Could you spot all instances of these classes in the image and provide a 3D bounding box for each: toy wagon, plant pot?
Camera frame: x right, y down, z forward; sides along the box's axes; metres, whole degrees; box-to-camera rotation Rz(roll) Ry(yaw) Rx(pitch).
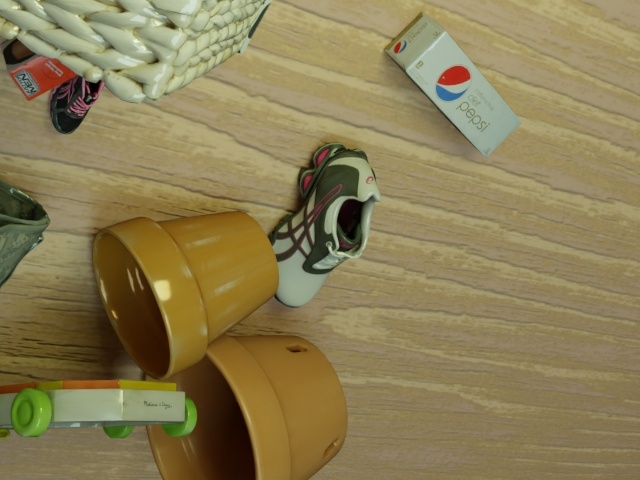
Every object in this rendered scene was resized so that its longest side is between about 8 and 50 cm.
[{"bbox_3d":[-0.346,0.228,1.224,0.344,0.068,0.267,-9,165,34],"label":"toy wagon"},{"bbox_3d":[-0.099,0.260,1.347,0.203,0.291,0.291,-12,132,-40],"label":"plant pot"},{"bbox_3d":[-0.165,0.050,1.200,0.187,0.205,0.205,-24,135,-31],"label":"plant pot"}]

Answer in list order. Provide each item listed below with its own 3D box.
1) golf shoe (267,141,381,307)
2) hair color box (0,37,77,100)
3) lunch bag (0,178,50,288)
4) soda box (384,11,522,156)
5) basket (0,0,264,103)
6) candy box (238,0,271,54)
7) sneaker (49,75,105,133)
[{"bbox_3d":[0.000,0.000,1.283,0.105,0.120,0.273,1,126,-30],"label":"golf shoe"},{"bbox_3d":[-0.272,-0.216,1.005,0.141,0.072,0.043,-30,134,-3],"label":"hair color box"},{"bbox_3d":[-0.470,0.013,1.024,0.235,0.169,0.287,-48,138,10],"label":"lunch bag"},{"bbox_3d":[0.182,-0.207,1.245,0.074,0.069,0.216,-44,133,10],"label":"soda box"},{"bbox_3d":[-0.175,-0.313,0.726,0.328,0.331,0.266,27,111,-3],"label":"basket"},{"bbox_3d":[-0.151,-0.320,0.985,0.233,0.071,0.159,19,114,-35],"label":"candy box"},{"bbox_3d":[-0.273,-0.167,1.054,0.047,0.057,0.119,14,119,-37],"label":"sneaker"}]
